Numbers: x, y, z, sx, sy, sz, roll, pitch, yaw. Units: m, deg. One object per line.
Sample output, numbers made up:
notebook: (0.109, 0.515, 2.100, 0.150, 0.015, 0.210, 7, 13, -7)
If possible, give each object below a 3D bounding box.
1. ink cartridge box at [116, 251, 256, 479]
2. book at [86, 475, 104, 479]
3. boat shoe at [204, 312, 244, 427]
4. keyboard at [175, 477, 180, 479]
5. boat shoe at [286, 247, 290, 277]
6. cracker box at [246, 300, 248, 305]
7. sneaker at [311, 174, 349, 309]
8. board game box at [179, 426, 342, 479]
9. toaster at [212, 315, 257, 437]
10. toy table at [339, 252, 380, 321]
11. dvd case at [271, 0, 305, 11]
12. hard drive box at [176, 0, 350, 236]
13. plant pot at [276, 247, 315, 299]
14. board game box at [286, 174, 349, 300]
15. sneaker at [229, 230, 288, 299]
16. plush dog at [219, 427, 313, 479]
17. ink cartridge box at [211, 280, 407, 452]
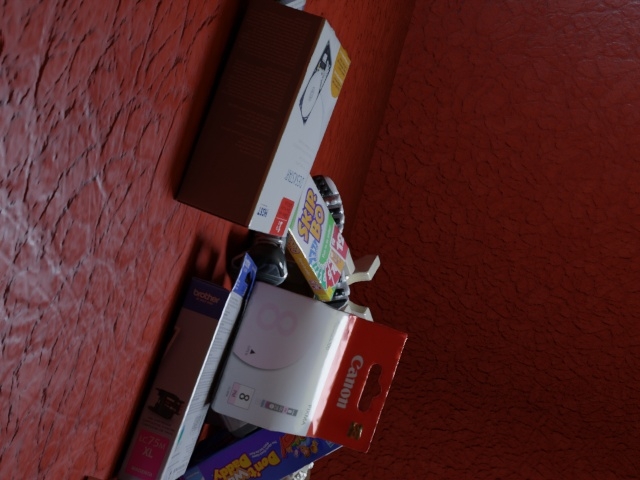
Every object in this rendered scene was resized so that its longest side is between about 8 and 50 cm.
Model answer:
ink cartridge box: (-0.165, 0.162, 1.143, 0.186, 0.065, 0.311, 80, 32, -82)
book: (-0.250, 0.317, 0.977, 0.144, 0.035, 0.096, 95, 12, -70)
boat shoe: (-0.143, 0.200, 1.421, 0.083, 0.075, 0.226, -59, 166, -68)
keyboard: (-0.226, 0.351, 1.369, 0.108, 0.023, 0.180, 97, 13, -77)
boat shoe: (-0.067, 0.093, 1.877, 0.066, 0.066, 0.183, 71, 37, -80)
cracker box: (-0.060, 0.204, 1.625, 0.232, 0.067, 0.156, 15, 96, -42)
sneaker: (0.000, 0.000, 1.860, 0.118, 0.110, 0.292, -91, 177, -73)
board game box: (-0.094, 0.332, 1.431, 0.233, 0.078, 0.347, -27, 177, -5)
toaster: (-0.077, 0.175, 1.302, 0.227, 0.146, 0.129, -33, -177, 8)
toy table: (0.025, 0.113, 2.062, 0.252, 0.160, 0.274, 62, 41, -42)
dvd case: (-0.067, -0.207, 1.115, 0.164, 0.018, 0.221, -58, 166, -66)
hard drive box: (-0.057, -0.130, 0.985, 0.181, 0.089, 0.232, 10, 101, -79)
plant pot: (-0.061, 0.069, 1.716, 0.096, 0.109, 0.109, -90, -165, -66)
board game box: (-0.020, -0.017, 1.578, 0.259, 0.039, 0.124, 58, 42, -41)
sneaker: (-0.089, 0.009, 1.371, 0.229, 0.086, 0.132, 123, -16, -69)
plush dog: (-0.137, 0.389, 1.750, 0.225, 0.210, 0.263, 130, -31, -51)
ink cartridge box: (-0.012, 0.179, 1.213, 0.066, 0.232, 0.189, 163, -53, -88)
